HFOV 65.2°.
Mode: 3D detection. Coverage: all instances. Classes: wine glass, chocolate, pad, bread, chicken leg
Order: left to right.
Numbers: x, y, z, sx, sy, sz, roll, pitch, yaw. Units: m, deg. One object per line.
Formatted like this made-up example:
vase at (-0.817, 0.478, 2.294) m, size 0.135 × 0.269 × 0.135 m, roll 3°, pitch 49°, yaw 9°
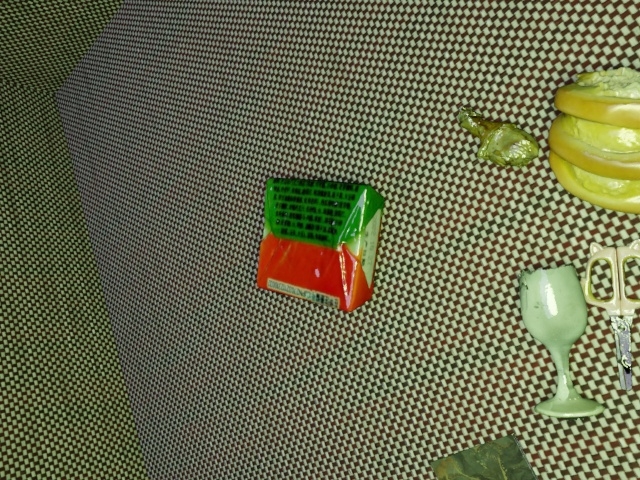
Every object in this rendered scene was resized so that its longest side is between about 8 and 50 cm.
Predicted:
chocolate at (0.000, 0.000, 1.449) m, size 0.360 × 0.161 × 0.342 m, roll 10°, pitch 94°, yaw 37°
chicken leg at (0.413, -0.244, 1.200) m, size 0.227 × 0.088 × 0.103 m, roll 37°, pitch 122°, yaw 28°
pad at (0.445, 0.675, 1.189) m, size 0.247 × 0.007 × 0.368 m, roll -36°, pitch 67°, yaw 29°
wine glass at (0.512, 0.212, 1.077) m, size 0.143 × 0.143 × 0.321 m, roll -9°, pitch 82°, yaw 36°
bread at (0.595, -0.195, 0.973) m, size 0.315 × 0.211 × 0.270 m, roll 27°, pitch 119°, yaw 38°

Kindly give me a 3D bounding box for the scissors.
scissors at (0.636, 0.157, 1.056) m, size 0.160 × 0.024 × 0.318 m, roll -6°, pitch 85°, yaw 36°
